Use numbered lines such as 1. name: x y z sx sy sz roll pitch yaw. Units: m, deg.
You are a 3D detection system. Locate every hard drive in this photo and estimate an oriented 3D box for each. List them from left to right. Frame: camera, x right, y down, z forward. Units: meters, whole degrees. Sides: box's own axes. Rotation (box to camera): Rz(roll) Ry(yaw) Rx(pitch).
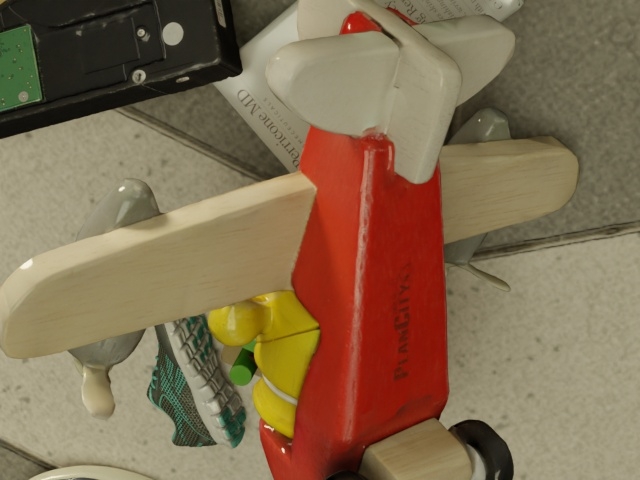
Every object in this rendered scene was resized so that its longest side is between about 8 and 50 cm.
1. hard drive: -0.245 -0.207 0.969 0.339 0.064 0.237 -13 84 14

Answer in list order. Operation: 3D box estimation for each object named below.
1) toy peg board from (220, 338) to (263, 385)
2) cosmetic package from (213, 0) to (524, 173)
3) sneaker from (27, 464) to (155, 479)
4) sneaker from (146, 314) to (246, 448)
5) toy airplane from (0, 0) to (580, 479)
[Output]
1. toy peg board: 0.002 0.079 1.055 0.160 0.079 0.161 22 113 3
2. cosmetic package: 0.036 -0.164 0.959 0.231 0.085 0.117 -39 98 20
3. sneaker: -0.149 0.332 1.137 0.350 0.148 0.131 21 112 3
4. sneaker: -0.132 0.124 1.108 0.076 0.065 0.166 -15 104 20
5. toy airplane: 0.000 0.000 0.864 0.386 0.272 0.384 41 78 -38
